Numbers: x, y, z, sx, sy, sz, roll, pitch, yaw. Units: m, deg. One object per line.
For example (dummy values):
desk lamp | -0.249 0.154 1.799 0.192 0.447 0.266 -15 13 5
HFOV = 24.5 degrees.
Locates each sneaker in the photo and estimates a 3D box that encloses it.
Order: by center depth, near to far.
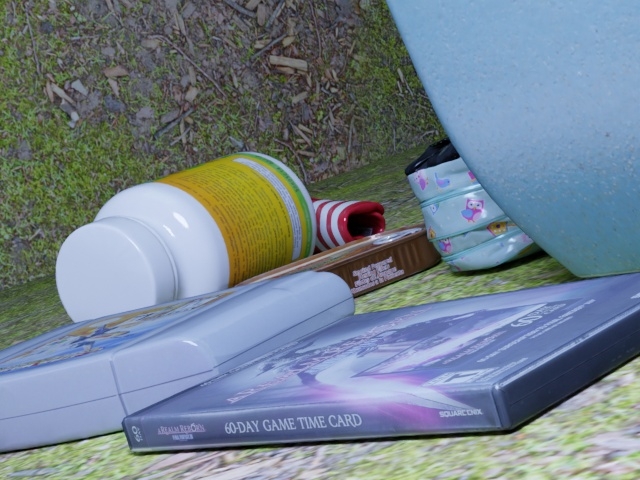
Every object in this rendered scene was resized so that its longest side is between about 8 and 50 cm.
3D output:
sneaker | 0.000 0.000 1.507 0.128 0.087 0.221 8 -2 2

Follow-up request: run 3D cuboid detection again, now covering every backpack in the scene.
backpack | 0.161 -0.049 1.144 0.182 0.115 0.152 -20 -5 -26

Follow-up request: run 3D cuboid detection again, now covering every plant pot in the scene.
plant pot | 0.218 -0.116 0.902 0.247 0.252 0.248 -19 5 -34

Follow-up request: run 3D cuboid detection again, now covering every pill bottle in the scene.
pill bottle | -0.117 0.008 1.292 0.136 0.136 0.246 -14 6 31

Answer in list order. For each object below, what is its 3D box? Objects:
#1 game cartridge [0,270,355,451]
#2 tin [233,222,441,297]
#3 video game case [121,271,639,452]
game cartridge | -0.146 0.088 1.016 0.297 0.062 0.198 -13 2 34
tin | 0.016 0.027 1.236 0.190 0.040 0.106 -20 10 -31
video game case | 0.049 0.065 0.788 0.274 0.026 0.196 -10 8 46
